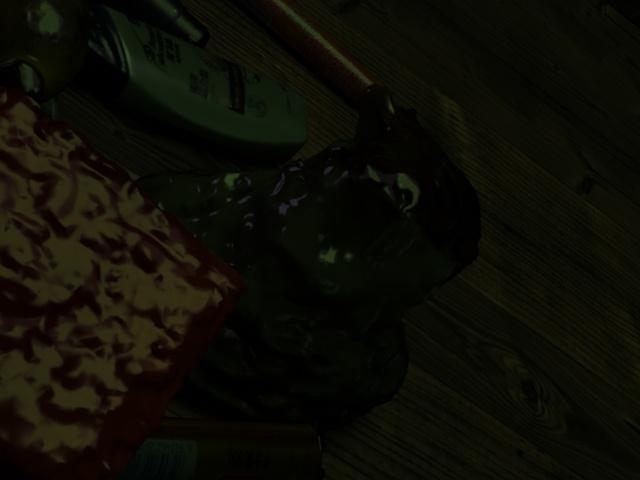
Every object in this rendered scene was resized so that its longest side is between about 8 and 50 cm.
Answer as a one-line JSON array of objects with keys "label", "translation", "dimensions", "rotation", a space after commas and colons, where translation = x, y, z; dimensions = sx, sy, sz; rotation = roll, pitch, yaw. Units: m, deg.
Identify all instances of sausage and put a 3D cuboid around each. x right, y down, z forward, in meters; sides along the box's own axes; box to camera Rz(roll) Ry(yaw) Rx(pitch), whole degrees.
[{"label": "sausage", "translation": [-0.144, 0.202, 1.457], "dimensions": [0.371, 0.082, 0.082], "rotation": [9, 44, -45]}, {"label": "sausage", "translation": [-0.030, -0.308, 2.286], "dimensions": [0.348, 0.053, 0.053], "rotation": [41, 29, -7]}]

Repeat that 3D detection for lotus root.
[{"label": "lotus root", "translation": [-0.337, -0.234, 1.685], "dimensions": [0.314, 0.169, 0.141], "rotation": [-103, 174, -45]}]

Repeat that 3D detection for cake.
[{"label": "cake", "translation": [-0.259, 0.079, 1.170], "dimensions": [0.269, 0.319, 0.270], "rotation": [39, 56, -11]}]

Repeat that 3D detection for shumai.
[{"label": "shumai", "translation": [0.000, 0.000, 1.652], "dimensions": [0.397, 0.323, 0.324], "rotation": [23, 37, -35]}]

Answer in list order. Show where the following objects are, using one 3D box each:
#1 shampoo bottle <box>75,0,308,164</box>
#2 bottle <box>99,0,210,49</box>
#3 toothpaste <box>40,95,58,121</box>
[{"label": "shampoo bottle", "translation": [-0.173, -0.192, 1.930], "dimensions": [0.359, 0.078, 0.134], "rotation": [21, 42, -37]}, {"label": "bottle", "translation": [-0.251, -0.327, 2.009], "dimensions": [0.244, 0.072, 0.082], "rotation": [42, 12, -5]}, {"label": "toothpaste", "translation": [-0.318, -0.154, 1.738], "dimensions": [0.062, 0.039, 0.239], "rotation": [32, 33, -35]}]
